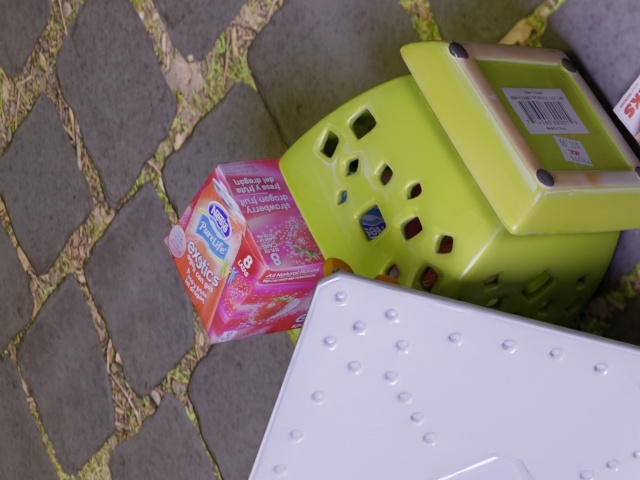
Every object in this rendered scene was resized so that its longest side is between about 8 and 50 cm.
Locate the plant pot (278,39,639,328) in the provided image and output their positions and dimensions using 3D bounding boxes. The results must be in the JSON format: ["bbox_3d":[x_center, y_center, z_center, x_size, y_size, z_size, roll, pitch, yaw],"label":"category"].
[{"bbox_3d":[0.137,-0.045,1.304,0.207,0.228,0.227,-48,58,37],"label":"plant pot"}]

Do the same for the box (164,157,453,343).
[{"bbox_3d":[0.000,0.000,1.445,0.128,0.256,0.123,-51,57,42],"label":"box"}]

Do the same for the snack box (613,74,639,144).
[{"bbox_3d":[0.308,-0.146,1.227,0.064,0.022,0.178,58,136,27],"label":"snack box"}]

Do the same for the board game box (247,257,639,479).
[{"bbox_3d":[0.133,0.218,1.272,0.050,0.389,0.390,-90,17,-58],"label":"board game box"}]
